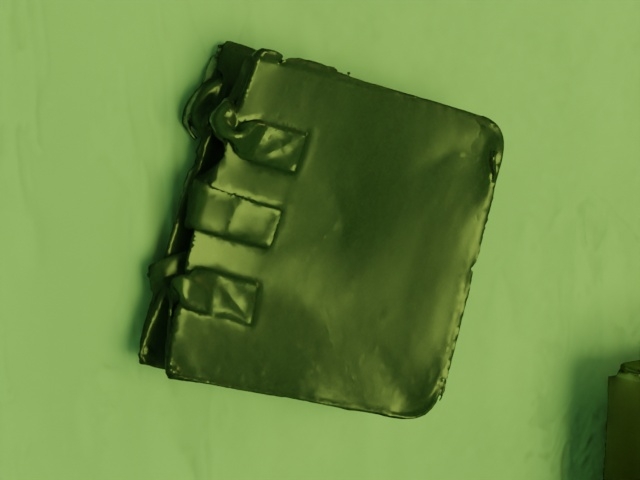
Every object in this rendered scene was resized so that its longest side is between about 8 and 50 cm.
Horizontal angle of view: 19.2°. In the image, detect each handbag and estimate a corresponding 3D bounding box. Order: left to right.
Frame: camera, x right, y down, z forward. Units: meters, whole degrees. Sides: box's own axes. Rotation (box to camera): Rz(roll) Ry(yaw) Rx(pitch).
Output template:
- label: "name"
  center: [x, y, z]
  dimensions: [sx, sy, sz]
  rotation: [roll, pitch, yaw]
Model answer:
- label: "handbag"
  center: [-0.001, 0.000, 1.407]
  dimensions: [0.260, 0.079, 0.247]
  rotation: [14, 92, -36]

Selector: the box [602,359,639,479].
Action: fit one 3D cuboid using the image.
- label: "box"
  center: [0.421, 0.277, 1.697]
  dimensions: [0.420, 0.138, 0.373]
  rotation: [-7, 104, -43]
